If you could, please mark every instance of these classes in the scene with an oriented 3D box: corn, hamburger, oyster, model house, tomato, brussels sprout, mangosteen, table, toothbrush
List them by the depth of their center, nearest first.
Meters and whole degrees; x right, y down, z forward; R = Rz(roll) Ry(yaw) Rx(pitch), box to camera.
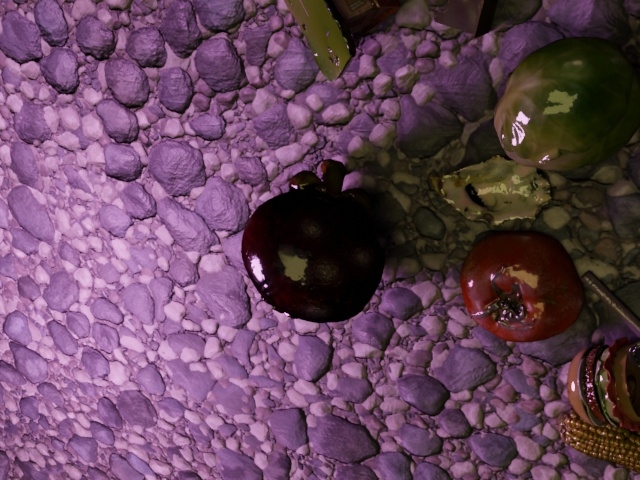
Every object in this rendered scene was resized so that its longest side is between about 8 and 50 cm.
[{"bbox_3d":[0.400,-0.218,1.447,0.244,0.244,0.244,12,116,25],"label":"brussels sprout"},{"bbox_3d":[0.252,-0.406,1.537,0.082,0.070,0.083,25,122,23],"label":"table"},{"bbox_3d":[0.032,-0.461,1.617,0.294,0.154,0.207,62,169,3],"label":"model house"},{"bbox_3d":[0.607,0.188,1.617,0.354,0.029,0.024,46,112,5],"label":"toothbrush"},{"bbox_3d":[0.523,0.261,1.618,0.137,0.175,0.175,-10,105,39],"label":"hamburger"},{"bbox_3d":[0.317,-0.088,1.645,0.209,0.072,0.133,-17,96,14],"label":"oyster"},{"bbox_3d":[0.371,0.098,1.672,0.236,0.095,0.237,12,117,25],"label":"tomato"},{"bbox_3d":[0.602,0.393,1.675,0.320,0.097,0.097,19,119,19],"label":"corn"},{"bbox_3d":[-0.003,0.019,1.741,0.293,0.297,0.297,-38,90,-2],"label":"mangosteen"}]

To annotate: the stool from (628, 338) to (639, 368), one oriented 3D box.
[{"bbox_3d":[0.706,0.155,1.429,0.310,0.226,0.310,47,126,2],"label":"stool"}]
